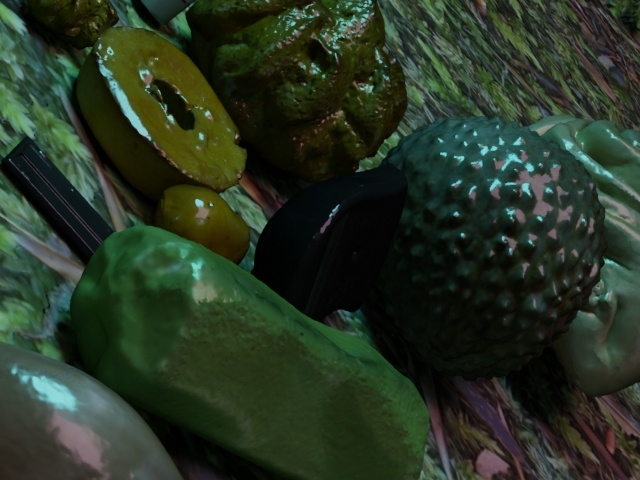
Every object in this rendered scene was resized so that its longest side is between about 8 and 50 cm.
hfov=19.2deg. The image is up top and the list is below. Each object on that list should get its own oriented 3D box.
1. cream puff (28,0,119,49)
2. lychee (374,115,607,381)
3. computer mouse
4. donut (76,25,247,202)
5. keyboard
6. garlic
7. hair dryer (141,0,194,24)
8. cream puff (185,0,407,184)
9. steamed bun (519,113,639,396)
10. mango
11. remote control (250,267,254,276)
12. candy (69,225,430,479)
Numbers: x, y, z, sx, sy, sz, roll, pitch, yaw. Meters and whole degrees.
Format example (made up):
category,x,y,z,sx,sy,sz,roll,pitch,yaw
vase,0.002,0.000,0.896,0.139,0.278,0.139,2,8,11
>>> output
category,x,y,z,sx,sy,sz,roll,pitch,yaw
cream puff,-0.218,-0.208,1.676,0.083,0.058,0.083,47,20,-10
lychee,0.156,0.006,1.886,0.255,0.255,0.274,40,58,-30
computer mouse,0.000,0.000,1.677,0.088,0.147,0.264,28,15,18
donut,-0.146,-0.103,1.663,0.162,0.065,0.178,14,45,-51
keyboard,-0.176,0.003,1.506,0.202,0.011,0.067,49,20,-10
garlic,-0.136,0.178,1.222,0.318,0.112,0.143,52,16,-34
hair dryer,-0.137,-0.261,1.916,0.047,0.082,0.137,51,6,-4
cream puff,-0.025,-0.174,1.889,0.244,0.196,0.244,159,-90,-86
steamed bun,0.308,-0.019,2.145,0.346,0.237,0.394,56,4,-46
mango,-0.099,-0.006,1.593,0.114,0.060,0.080,9,84,-65
remote control,-0.034,0.066,1.696,0.096,0.014,0.039,57,20,6
candy,-0.049,0.103,1.474,0.142,0.132,0.343,14,-13,44
